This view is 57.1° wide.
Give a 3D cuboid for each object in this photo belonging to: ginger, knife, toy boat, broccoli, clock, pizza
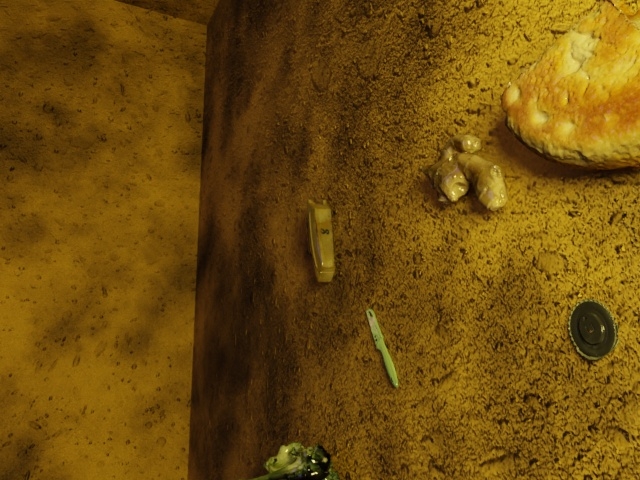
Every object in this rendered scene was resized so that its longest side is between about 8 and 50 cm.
[{"bbox_3d":[0.255,-0.105,1.035,0.133,0.059,0.214,-57,37,29],"label":"ginger"},{"bbox_3d":[0.130,0.227,1.255,0.030,0.014,0.207,-61,32,37],"label":"knife"},{"bbox_3d":[0.000,0.000,1.528,0.088,0.068,0.225,136,132,-60],"label":"toy boat"},{"bbox_3d":[-0.075,0.557,1.324,0.262,0.244,0.246,-101,12,-46],"label":"broccoli"},{"bbox_3d":[0.367,0.119,0.794,0.074,0.010,0.083,-58,35,42],"label":"clock"},{"bbox_3d":[0.376,-0.204,0.773,0.335,0.086,0.226,22,99,62],"label":"pizza"}]
